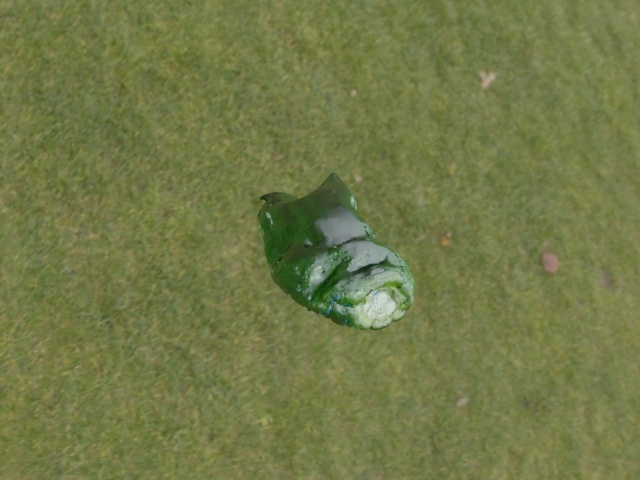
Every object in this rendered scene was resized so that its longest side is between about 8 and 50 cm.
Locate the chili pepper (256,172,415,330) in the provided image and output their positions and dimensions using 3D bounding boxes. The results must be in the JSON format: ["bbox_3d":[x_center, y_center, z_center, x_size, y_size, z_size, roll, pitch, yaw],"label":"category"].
[{"bbox_3d":[-0.001,-0.002,0.713,0.098,0.224,0.061,-25,123,-7],"label":"chili pepper"}]
